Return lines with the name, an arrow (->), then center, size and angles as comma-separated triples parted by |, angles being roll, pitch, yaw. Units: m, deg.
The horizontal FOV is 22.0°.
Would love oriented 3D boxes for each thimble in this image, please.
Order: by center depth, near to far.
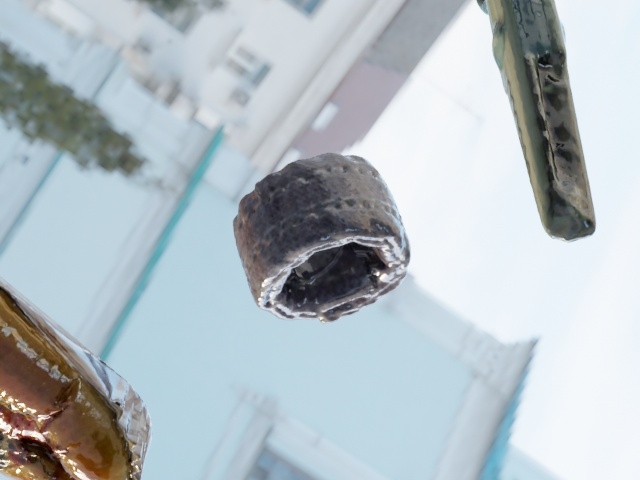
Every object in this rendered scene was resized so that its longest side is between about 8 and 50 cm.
thimble -> 0.002, -0.002, 1.472 | 0.150, 0.150, 0.098 | -45, -130, 32

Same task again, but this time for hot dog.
hot dog -> -0.212, 0.064, 0.978 | 0.075, 0.268, 0.144 | -55, -175, -35

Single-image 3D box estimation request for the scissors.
scissors -> 0.118, -0.121, 0.947 | 0.138, 0.041, 0.289 | 102, -17, -56
